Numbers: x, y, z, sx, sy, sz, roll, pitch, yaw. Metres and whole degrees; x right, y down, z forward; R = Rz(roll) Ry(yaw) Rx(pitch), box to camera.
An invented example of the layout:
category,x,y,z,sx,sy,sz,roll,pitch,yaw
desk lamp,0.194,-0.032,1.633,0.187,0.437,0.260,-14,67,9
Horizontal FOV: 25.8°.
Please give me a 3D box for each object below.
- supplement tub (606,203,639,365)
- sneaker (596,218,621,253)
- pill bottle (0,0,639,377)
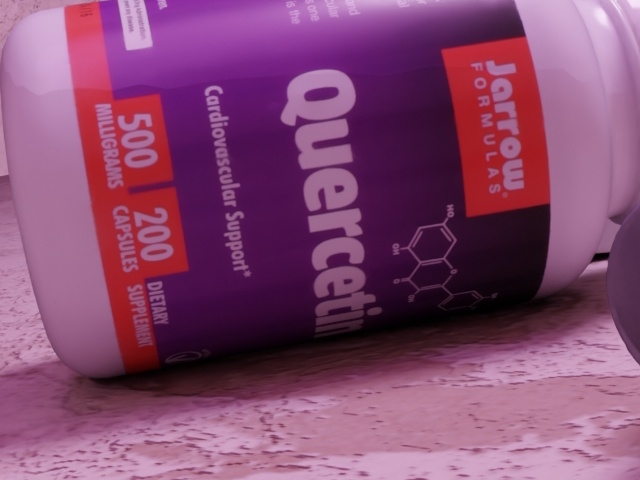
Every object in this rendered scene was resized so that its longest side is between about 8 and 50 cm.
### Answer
category,x,y,z,sx,sy,sz,roll,pitch,yaw
supplement tub,0.179,-0.004,0.477,0.106,0.106,0.198,-2,10,44
sneaker,0.197,-0.086,0.832,0.292,0.169,0.108,-12,10,-8
pill bottle,0.016,-0.045,0.692,0.323,0.181,0.181,-10,8,-6
